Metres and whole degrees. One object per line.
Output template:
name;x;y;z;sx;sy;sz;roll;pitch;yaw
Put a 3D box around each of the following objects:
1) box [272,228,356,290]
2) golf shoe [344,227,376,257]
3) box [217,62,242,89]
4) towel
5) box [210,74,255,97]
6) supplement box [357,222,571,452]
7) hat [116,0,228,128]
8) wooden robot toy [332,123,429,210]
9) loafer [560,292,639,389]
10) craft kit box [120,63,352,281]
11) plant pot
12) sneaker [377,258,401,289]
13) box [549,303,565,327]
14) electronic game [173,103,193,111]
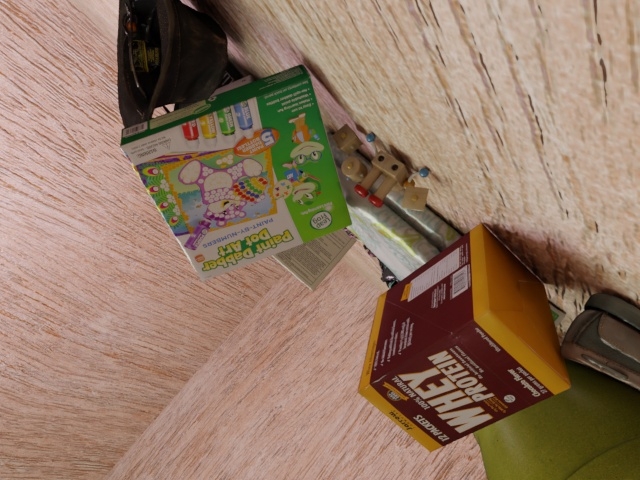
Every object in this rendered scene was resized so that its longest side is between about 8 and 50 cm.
box;0.000;0.000;1.302;0.149;0.232;0.127;41;177;3
golf shoe;0.116;-0.020;1.147;0.086;0.067;0.186;9;-147;-44
box;-0.239;-0.332;1.050;0.242;0.076;0.307;44;176;-39
towel;0.125;-0.019;0.902;0.374;0.090;0.320;40;177;10
box;-0.128;-0.187;0.900;0.170;0.091;0.130;56;-157;-44
supplement box;0.171;0.119;0.618;0.129;0.194;0.191;42;-148;-11
hat;-0.219;-0.279;0.739;0.134;0.331;0.331;-3;-157;-31
wooden robot toy;0.087;-0.086;0.674;0.173;0.076;0.079;40;-173;27
loafer;0.373;0.165;0.491;0.267;0.084;0.096;40;176;23
craft kit box;-0.102;-0.082;0.685;0.061;0.250;0.246;-113;3;-47
plant pot;0.408;0.358;0.739;0.366;0.366;0.353;42;-172;-18
sneaker;0.178;0.060;1.192;0.101;0.106;0.267;42;178;-27
box;0.294;0.118;0.753;0.101;0.087;0.102;40;177;18
electronic game;-0.197;-0.163;0.911;0.229;0.048;0.229;-21;-90;-77
